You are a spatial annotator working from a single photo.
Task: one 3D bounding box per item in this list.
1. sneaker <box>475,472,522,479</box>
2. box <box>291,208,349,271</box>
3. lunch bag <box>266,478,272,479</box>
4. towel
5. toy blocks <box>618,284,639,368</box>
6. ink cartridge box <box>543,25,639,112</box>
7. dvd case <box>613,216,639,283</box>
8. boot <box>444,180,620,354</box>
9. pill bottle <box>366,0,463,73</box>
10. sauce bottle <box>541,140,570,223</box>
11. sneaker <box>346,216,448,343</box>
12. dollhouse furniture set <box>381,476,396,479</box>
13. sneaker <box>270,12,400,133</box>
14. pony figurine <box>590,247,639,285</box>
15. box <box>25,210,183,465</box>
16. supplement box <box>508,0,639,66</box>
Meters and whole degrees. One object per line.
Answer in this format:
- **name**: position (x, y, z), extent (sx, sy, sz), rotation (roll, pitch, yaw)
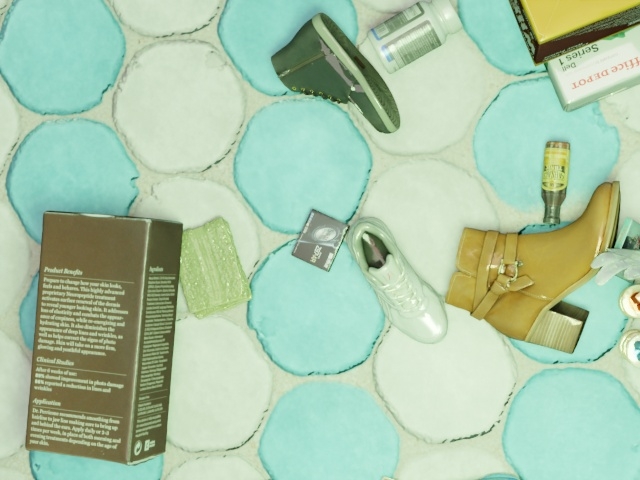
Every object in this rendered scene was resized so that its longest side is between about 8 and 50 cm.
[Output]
- **sneaker**: position (0.238, 0.401, 1.850), extent (0.162, 0.073, 0.063), rotation (-10, 87, 8)
- **box**: position (0.000, 0.000, 1.922), extent (0.067, 0.018, 0.083), rotation (25, 92, 9)
- **lunch bag**: position (-0.111, 0.419, 1.902), extent (0.083, 0.071, 0.053), rotation (-31, 86, 7)
- **towel**: position (-0.180, 0.045, 1.944), extent (0.110, 0.027, 0.148), rotation (-19, 87, 9)
- **toy blocks**: position (0.478, 0.127, 1.783), extent (0.054, 0.148, 0.123), rotation (0, 89, 8)
- **ink cartridge box**: position (0.408, -0.328, 1.833), extent (0.160, 0.092, 0.219), rotation (-23, 85, 8)
- **dvd case**: position (0.467, 0.016, 1.805), extent (0.013, 0.119, 0.087), rotation (22, 91, 31)
- **boot**: position (0.325, 0.015, 1.827), extent (0.220, 0.109, 0.283), rotation (22, 109, 16)
- **pill bottle**: position (0.149, -0.327, 1.879), extent (0.137, 0.078, 0.078), rotation (-29, 85, 7)
- **sauce bottle**: position (0.365, -0.089, 1.859), extent (0.042, 0.042, 0.128), rotation (3, 88, 8)
- **sneaker**: position (0.112, 0.066, 1.855), extent (0.090, 0.115, 0.232), rotation (-39, 84, 6)
- **dollhouse furniture set**: position (0.075, 0.424, 1.869), extent (0.091, 0.081, 0.114), rotation (17, 91, 8)
- **sneaker**: position (0.026, -0.241, 1.906), extent (0.118, 0.083, 0.222), rotation (-37, 91, 25)
- **pony figurine**: position (0.606, 0.069, 1.646), extent (0.363, 0.351, 0.302), rotation (-56, 43, 35)
- **box**: position (-0.342, 0.149, 1.899), extent (0.191, 0.143, 0.381), rotation (5, 91, 18)
- **supplement box**: position (0.372, -0.355, 1.692), extent (0.191, 0.194, 0.129), rotation (-21, 85, 8)
